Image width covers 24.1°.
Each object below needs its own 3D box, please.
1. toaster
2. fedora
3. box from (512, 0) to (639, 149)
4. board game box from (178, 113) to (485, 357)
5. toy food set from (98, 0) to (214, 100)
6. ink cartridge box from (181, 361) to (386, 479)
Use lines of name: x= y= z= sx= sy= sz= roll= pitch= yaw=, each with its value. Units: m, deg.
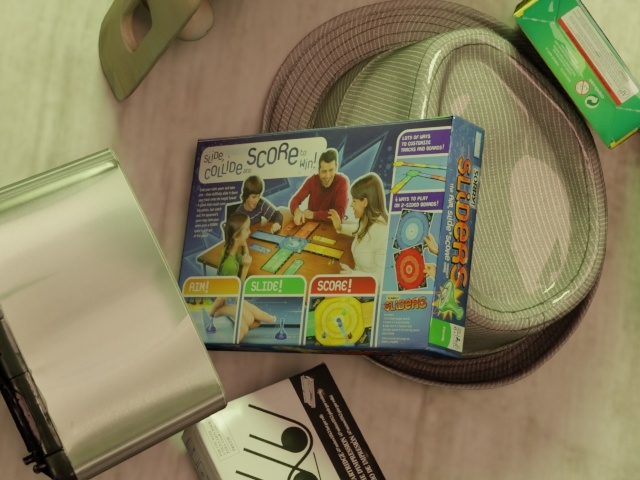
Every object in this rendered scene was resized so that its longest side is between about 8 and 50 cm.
toaster: x=-0.143 y=0.045 z=0.853 sx=0.110 sy=0.186 sz=0.168 roll=-25 pitch=89 yaw=-15
fedora: x=0.094 y=-0.041 z=0.970 sx=0.244 sy=0.124 sz=0.275 roll=-8 pitch=84 yaw=-19
box: x=0.172 y=-0.122 z=0.986 sx=0.043 sy=0.179 sz=0.105 roll=-36 pitch=95 yaw=11
board game box: x=0.000 y=0.000 z=0.903 sx=0.035 sy=0.201 sz=0.136 roll=19 pitch=75 yaw=-49
toy food set: x=0.007 y=-0.203 z=0.916 sx=0.306 sy=0.220 sz=0.092 roll=-39 pitch=94 yaw=-19
ink cartridge box: x=0.004 y=0.186 z=0.916 sx=0.097 sy=0.046 sz=0.207 roll=-20 pitch=71 yaw=-23
